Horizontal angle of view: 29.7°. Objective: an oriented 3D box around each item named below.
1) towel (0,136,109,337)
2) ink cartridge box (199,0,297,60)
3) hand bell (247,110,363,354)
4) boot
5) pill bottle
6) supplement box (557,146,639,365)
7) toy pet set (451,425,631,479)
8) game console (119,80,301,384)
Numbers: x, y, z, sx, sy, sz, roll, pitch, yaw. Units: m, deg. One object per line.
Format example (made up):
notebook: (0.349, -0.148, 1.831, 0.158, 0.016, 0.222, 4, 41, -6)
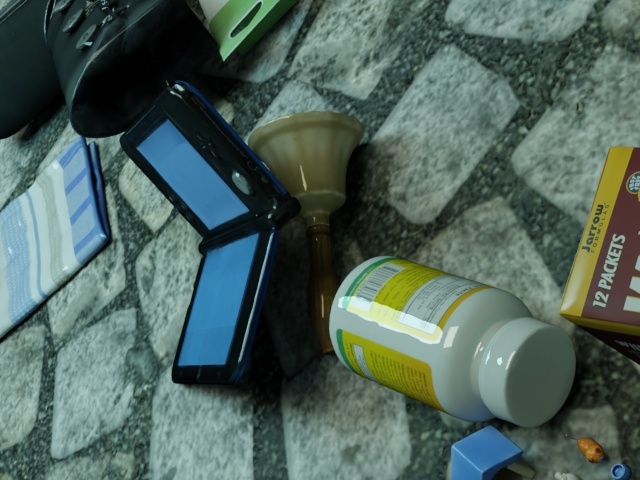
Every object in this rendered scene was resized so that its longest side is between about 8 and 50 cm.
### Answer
towel: (-0.406, 0.004, 1.699, 0.285, 0.034, 0.209, -38, 46, 23)
ink cartridge box: (-0.093, -0.313, 1.540, 0.109, 0.062, 0.209, -42, 44, 20)
hand bell: (0.000, 0.000, 1.257, 0.126, 0.126, 0.242, -23, 65, 36)
boot: (-0.341, -0.226, 1.648, 0.367, 0.146, 0.445, -53, 36, 7)
pill bottle: (0.114, 0.089, 1.054, 0.208, 0.117, 0.117, 17, 80, 49)
supplement box: (0.307, 0.035, 0.829, 0.191, 0.194, 0.129, 7, 74, 48)
toy pet set: (0.164, 0.197, 0.980, 0.122, 0.065, 0.114, -56, 41, 4)
game console: (-0.149, 0.003, 1.262, 0.173, 0.250, 0.293, -45, 9, -19)
